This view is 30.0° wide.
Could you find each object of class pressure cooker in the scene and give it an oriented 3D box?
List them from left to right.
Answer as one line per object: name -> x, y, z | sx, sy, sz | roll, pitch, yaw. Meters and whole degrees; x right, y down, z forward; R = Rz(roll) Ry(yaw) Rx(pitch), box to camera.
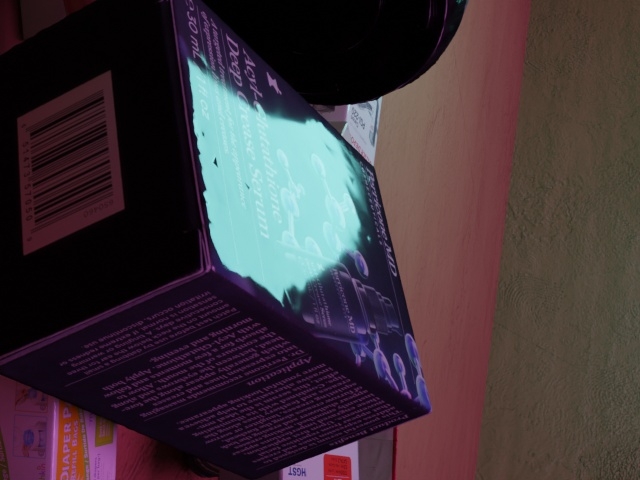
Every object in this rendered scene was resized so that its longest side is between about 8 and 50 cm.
pressure cooker -> 0.041, -0.412, 1.445 | 0.420, 0.375, 0.370 | -68, 149, -42

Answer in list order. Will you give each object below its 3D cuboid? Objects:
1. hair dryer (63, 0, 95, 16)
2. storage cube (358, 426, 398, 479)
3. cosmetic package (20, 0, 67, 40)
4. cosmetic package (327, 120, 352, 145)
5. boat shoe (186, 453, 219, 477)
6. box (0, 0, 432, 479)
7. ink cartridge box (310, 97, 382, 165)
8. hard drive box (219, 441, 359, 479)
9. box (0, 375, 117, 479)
hair dryer -> -0.172, -0.288, 1.115 | 0.224, 0.080, 0.294 | 70, 29, -49
storage cube -> -0.011, 0.275, 1.622 | 0.215, 0.193, 0.184 | 7, 85, -71
cosmetic package -> -0.241, -0.312, 1.130 | 0.099, 0.060, 0.239 | -30, 119, -66
cosmetic package -> -0.015, -0.134, 1.687 | 0.041, 0.115, 0.060 | -67, 150, -45
boat shoe -> -0.116, 0.148, 1.513 | 0.099, 0.116, 0.320 | -43, -146, 52
box -> -0.096, 0.009, 1.076 | 0.395, 0.212, 0.294 | 38, 34, -53
ink cartridge box -> 0.030, -0.212, 1.843 | 0.158, 0.092, 0.218 | 43, 53, -64
hard drive box -> -0.035, 0.184, 1.415 | 0.181, 0.089, 0.232 | 21, 64, -57
box -> -0.253, 0.167, 1.072 | 0.114, 0.103, 0.203 | 4, 87, -70
